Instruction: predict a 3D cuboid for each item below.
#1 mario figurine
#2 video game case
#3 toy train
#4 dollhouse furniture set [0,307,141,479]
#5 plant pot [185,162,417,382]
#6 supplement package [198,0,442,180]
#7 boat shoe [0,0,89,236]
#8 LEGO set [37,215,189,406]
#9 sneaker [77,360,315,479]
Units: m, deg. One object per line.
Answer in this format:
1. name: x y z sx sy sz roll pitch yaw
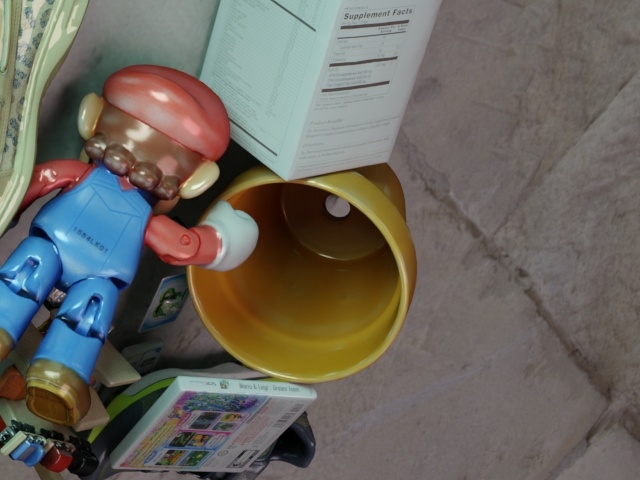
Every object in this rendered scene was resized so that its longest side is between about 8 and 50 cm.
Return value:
1. mario figurine: -0.181 -0.004 1.444 0.198 0.170 0.320 53 55 -39
2. video game case: -0.101 0.173 1.627 0.143 0.019 0.157 7 144 -31
3. toy train: -0.221 0.174 1.433 0.027 0.036 0.158 -43 159 4
4. dollhouse furniture set: -0.326 0.169 1.487 0.262 0.135 0.259 -52 156 25
5. plant pot: 0.000 0.000 1.630 0.188 0.205 0.205 -59 171 -62
6. supplement package: 0.007 -0.195 1.502 0.134 0.139 0.244 -13 132 -44
7. boat shoe: -0.264 -0.107 1.312 0.089 0.104 0.285 8 106 -49
8. LEGO set: -0.208 0.072 1.619 0.182 0.060 0.244 -16 145 -43
9. sneaker: -0.116 0.196 1.751 0.300 0.121 0.111 -12 145 -43
